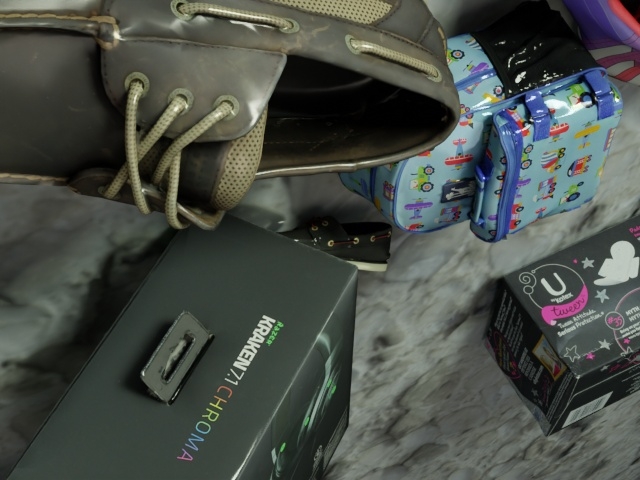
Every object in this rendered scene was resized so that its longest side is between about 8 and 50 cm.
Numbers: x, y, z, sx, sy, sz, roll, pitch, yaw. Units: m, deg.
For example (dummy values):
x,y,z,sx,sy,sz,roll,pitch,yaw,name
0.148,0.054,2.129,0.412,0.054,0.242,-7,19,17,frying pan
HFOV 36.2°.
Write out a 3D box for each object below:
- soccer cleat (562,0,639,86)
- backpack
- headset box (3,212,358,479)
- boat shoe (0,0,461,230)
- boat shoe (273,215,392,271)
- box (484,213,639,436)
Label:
x,y,z,sx,sy,sz,roll,pitch,yaw,name
0.238,-0.158,0.687,0.109,0.116,0.318,-42,148,16,soccer cleat
0.104,-0.070,0.696,0.173,0.117,0.158,-19,146,-16,backpack
-0.083,0.150,0.714,0.246,0.131,0.283,-59,164,-30,headset box
-0.070,-0.082,0.502,0.356,0.130,0.132,-14,145,-28,boat shoe
-0.001,0.000,0.774,0.133,0.049,0.042,3,102,-32,boat shoe
0.329,0.083,1.096,0.247,0.142,0.163,-22,149,-15,box
